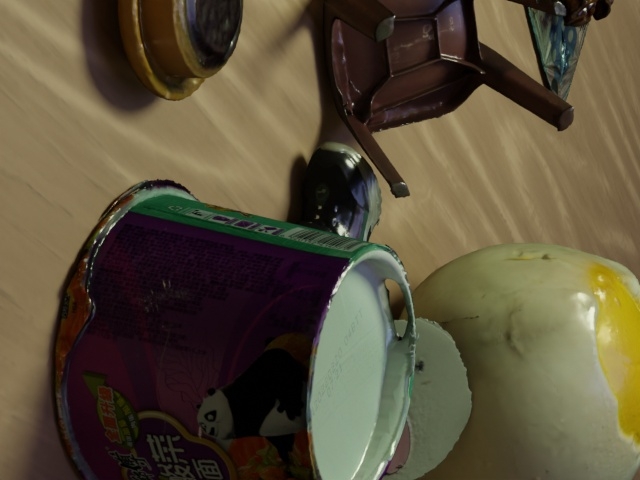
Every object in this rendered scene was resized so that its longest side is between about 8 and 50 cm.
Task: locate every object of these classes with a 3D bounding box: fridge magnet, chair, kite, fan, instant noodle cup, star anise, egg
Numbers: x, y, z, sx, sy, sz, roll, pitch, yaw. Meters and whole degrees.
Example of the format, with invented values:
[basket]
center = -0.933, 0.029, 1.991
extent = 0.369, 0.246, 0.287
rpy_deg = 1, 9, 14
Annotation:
[fridge magnet]
center = -0.100, -0.172, 1.149
extent = 0.143, 0.063, 0.143
rpy_deg = 4, 90, -68
[chair]
center = 0.083, -0.196, 1.480
extent = 0.326, 0.183, 0.176
rpy_deg = -130, -151, -59
[kite]
center = 0.318, -0.316, 2.073
extent = 0.335, 0.011, 0.314
rpy_deg = -24, 117, -63
[fan]
center = 0.049, 0.220, 1.484
extent = 0.010, 0.182, 0.310
rpy_deg = -132, -134, -71
[instant noodle cup]
center = -0.049, 0.087, 1.172
extent = 0.251, 0.190, 0.251
rpy_deg = -25, 118, -61
[star anise]
center = 0.319, -0.339, 1.979
extent = 0.234, 0.073, 0.177
rpy_deg = -44, 125, -44
[egg]
center = 0.204, 0.164, 1.631
extent = 0.283, 0.283, 0.345
rpy_deg = -41, 140, -55

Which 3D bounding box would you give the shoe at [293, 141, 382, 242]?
[shoe]
center = 0.000, 0.000, 1.407
extent = 0.099, 0.071, 0.169
rpy_deg = -25, 121, -56
